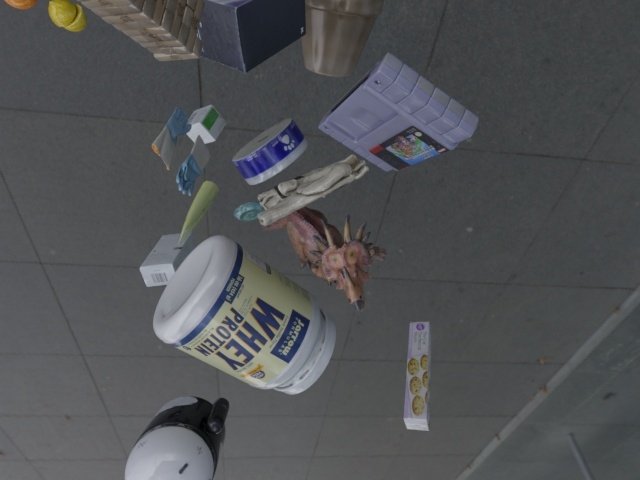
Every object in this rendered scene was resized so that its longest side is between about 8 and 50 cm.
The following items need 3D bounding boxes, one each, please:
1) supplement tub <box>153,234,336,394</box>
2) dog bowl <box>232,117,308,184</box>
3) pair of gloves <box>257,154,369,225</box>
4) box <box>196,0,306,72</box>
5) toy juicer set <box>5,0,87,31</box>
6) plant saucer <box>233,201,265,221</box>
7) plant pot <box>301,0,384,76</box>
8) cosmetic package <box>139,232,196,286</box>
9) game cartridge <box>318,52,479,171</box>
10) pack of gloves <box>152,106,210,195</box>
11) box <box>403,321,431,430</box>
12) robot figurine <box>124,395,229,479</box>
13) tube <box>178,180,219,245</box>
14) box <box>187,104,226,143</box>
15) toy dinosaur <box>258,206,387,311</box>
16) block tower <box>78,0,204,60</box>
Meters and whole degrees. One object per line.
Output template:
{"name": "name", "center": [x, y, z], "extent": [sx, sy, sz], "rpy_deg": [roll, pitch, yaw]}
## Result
{"name": "supplement tub", "center": [-0.149, 0.165, 0.896], "extent": [0.324, 0.236, 0.235], "rpy_deg": [37, 121, -27]}
{"name": "dog bowl", "center": [-0.179, -0.318, 1.519], "extent": [0.264, 0.265, 0.104], "rpy_deg": [-26, 115, 19]}
{"name": "pair of gloves", "center": [-0.023, -0.102, 0.766], "extent": [0.204, 0.240, 0.042], "rpy_deg": [-27, 104, 0]}
{"name": "box", "center": [-0.240, -0.654, 1.210], "extent": [0.293, 0.296, 0.183], "rpy_deg": [27, 145, 20]}
{"name": "toy juicer set", "center": [-0.461, -0.515, 0.826], "extent": [0.328, 0.210, 0.089], "rpy_deg": [-12, 179, -39]}
{"name": "plant saucer", "center": [-0.251, -0.098, 1.530], "extent": [0.119, 0.021, 0.119], "rpy_deg": [-17, 158, -7]}
{"name": "plant pot", "center": [0.049, -0.770, 1.563], "extent": [0.322, 0.323, 0.281], "rpy_deg": [5, 125, -8]}
{"name": "cosmetic package", "center": [-0.522, 0.060, 1.483], "extent": [0.117, 0.231, 0.086], "rpy_deg": [-7, 119, 3]}
{"name": "game cartridge", "center": [0.148, -0.251, 0.935], "extent": [0.230, 0.068, 0.355], "rpy_deg": [33, 169, -14]}
{"name": "pack of gloves", "center": [-0.403, -0.252, 1.218], "extent": [0.046, 0.232, 0.195], "rpy_deg": [-6, 134, 13]}
{"name": "box", "center": [0.288, 0.386, 1.252], "extent": [0.067, 0.324, 0.063], "rpy_deg": [-3, 131, 20]}
{"name": "robot figurine", "center": [-0.292, 0.440, 0.896], "extent": [0.173, 0.278, 0.209], "rpy_deg": [7, 91, -5]}
{"name": "tube", "center": [-0.412, -0.097, 1.418], "extent": [0.062, 0.240, 0.070], "rpy_deg": [2, 142, 21]}
{"name": "box", "center": [-0.412, -0.408, 1.515], "extent": [0.101, 0.101, 0.087], "rpy_deg": [-4, 141, 35]}
{"name": "toy dinosaur", "center": [0.000, 0.000, 0.772], "extent": [0.127, 0.295, 0.200], "rpy_deg": [-55, 157, -4]}
{"name": "block tower", "center": [-0.293, -0.367, 0.557], "extent": [0.090, 0.097, 0.335], "rpy_deg": [9, 174, 25]}
